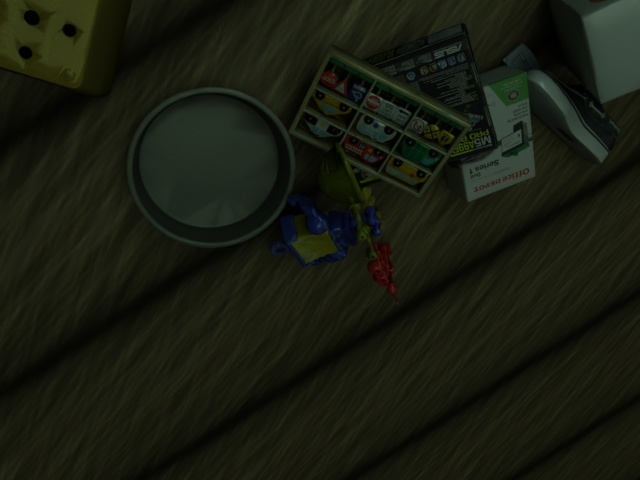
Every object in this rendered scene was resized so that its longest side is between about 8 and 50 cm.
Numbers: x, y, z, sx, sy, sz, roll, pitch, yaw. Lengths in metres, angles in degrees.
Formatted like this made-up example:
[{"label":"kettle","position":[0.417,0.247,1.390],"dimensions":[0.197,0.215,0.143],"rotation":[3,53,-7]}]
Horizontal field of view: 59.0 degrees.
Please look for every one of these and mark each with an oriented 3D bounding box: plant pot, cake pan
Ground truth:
[{"label":"plant pot","position":[-0.385,-0.316,0.789],"dimensions":[0.212,0.187,0.212],"rotation":[13,110,-23]},{"label":"cake pan","position":[-0.192,-0.129,1.011],"dimensions":[0.293,0.054,0.293],"rotation":[-7,116,-14]}]

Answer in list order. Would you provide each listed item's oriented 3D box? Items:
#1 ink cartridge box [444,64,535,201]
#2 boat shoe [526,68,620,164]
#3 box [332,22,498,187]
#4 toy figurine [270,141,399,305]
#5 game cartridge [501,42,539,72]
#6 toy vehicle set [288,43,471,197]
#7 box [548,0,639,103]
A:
[{"label":"ink cartridge box","position":[0.323,-0.207,1.109],"dimensions":[0.160,0.092,0.219],"rotation":[-21,118,-6]},{"label":"boat shoe","position":[0.510,-0.267,1.130],"dimensions":[0.301,0.108,0.102],"rotation":[30,99,-32]},{"label":"box","position":[0.153,-0.228,1.003],"dimensions":[0.270,0.060,0.216],"rotation":[-15,122,22]},{"label":"toy figurine","position":[0.000,0.000,1.040],"dimensions":[0.217,0.191,0.362],"rotation":[-13,151,13]},{"label":"game cartridge","position":[0.397,-0.343,1.113],"dimensions":[0.056,0.017,0.083],"rotation":[-40,119,8]},{"label":"toy vehicle set","position":[0.099,-0.199,0.974],"dimensions":[0.266,0.035,0.166],"rotation":[25,127,-7]},{"label":"box","position":[0.606,-0.412,0.972],"dimensions":[0.345,0.215,0.168],"rotation":[-21,121,17]}]
